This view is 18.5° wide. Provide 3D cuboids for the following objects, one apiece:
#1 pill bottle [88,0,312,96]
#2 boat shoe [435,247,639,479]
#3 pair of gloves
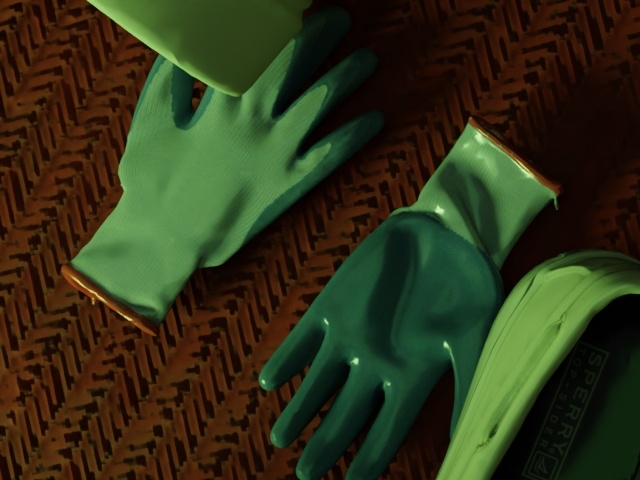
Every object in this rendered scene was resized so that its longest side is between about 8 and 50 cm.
[{"bbox_3d":[0.017,-0.215,0.704,0.176,0.176,0.318,41,98,14],"label":"pill bottle"},{"bbox_3d":[0.073,0.134,0.705,0.096,0.088,0.268,23,90,-3],"label":"boat shoe"},{"bbox_3d":[0.000,0.000,0.777,0.198,0.023,0.159,37,97,13],"label":"pair of gloves"}]
